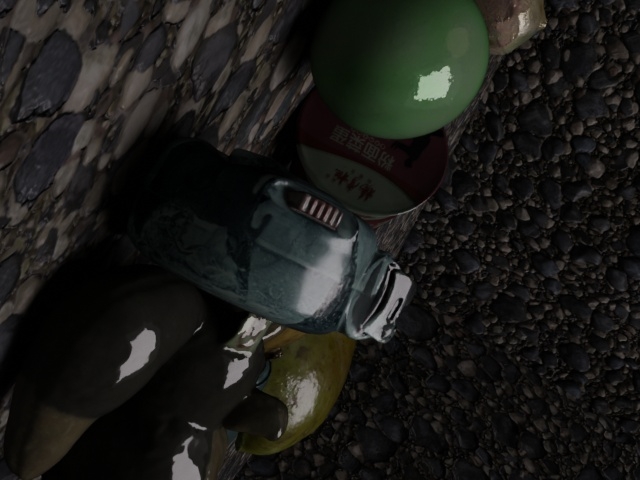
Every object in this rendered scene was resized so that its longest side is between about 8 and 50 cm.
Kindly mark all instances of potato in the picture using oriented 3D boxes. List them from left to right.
[{"bbox_3d":[-0.047,0.302,2.120,0.330,0.212,0.280,118,-16,-69],"label":"potato"}]

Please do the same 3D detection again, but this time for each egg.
[{"bbox_3d":[0.100,-0.240,1.347,0.269,0.220,0.220,-23,146,-56],"label":"egg"}]

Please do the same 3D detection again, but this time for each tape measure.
[{"bbox_3d":[-0.062,-0.006,1.111,0.275,0.256,0.147,27,88,-46],"label":"tape measure"}]

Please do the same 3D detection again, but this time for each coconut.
[{"bbox_3d":[0.364,-0.466,2.114,0.194,0.194,0.194,-55,171,-13],"label":"coconut"}]

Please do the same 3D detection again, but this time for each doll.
[{"bbox_3d":[-0.239,0.189,1.206,0.378,0.252,0.382,31,92,-48],"label":"doll"}]

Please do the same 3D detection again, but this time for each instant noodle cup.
[{"bbox_3d":[0.057,-0.114,1.596,0.235,0.235,0.178,-53,179,-25],"label":"instant noodle cup"}]

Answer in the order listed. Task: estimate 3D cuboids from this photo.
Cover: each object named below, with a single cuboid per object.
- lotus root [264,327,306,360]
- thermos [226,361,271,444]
[{"bbox_3d":[-0.057,0.068,1.618,0.310,0.183,0.183,-42,-175,45],"label":"lotus root"},{"bbox_3d":[-0.210,0.293,1.823,0.182,0.145,0.286,-3,134,-40],"label":"thermos"}]
